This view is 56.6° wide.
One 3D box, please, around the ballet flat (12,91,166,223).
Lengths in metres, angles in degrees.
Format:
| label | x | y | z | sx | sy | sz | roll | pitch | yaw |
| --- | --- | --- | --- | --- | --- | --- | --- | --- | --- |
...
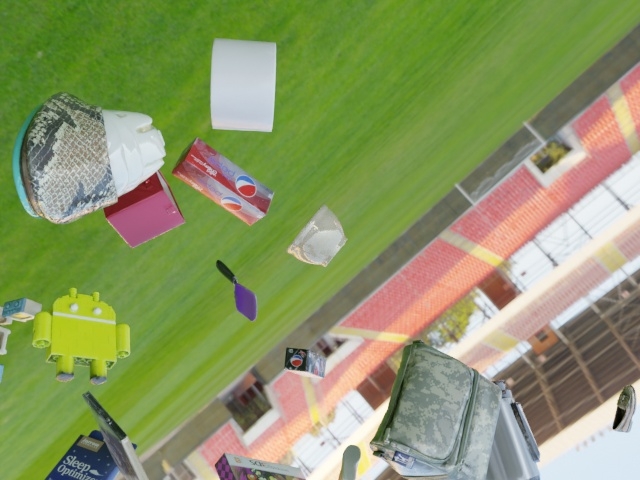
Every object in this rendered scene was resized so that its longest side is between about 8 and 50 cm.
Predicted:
| label | x | y | z | sx | sy | sz | roll | pitch | yaw |
| --- | --- | --- | --- | --- | --- | --- | --- | --- | --- |
| ballet flat | -0.324 | -0.140 | 0.883 | 0.182 | 0.163 | 0.483 | -9 | -164 | -17 |

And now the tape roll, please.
| label | x | y | z | sx | sy | sz | roll | pitch | yaw |
| --- | --- | --- | --- | --- | --- | --- | --- | --- | --- |
| tape roll | -0.212 | -0.430 | 1.651 | 0.169 | 0.246 | 0.246 | 1 | 165 | -7 |

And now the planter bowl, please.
| label | x | y | z | sx | sy | sz | roll | pitch | yaw |
| --- | --- | --- | --- | --- | --- | --- | --- | --- | --- |
| planter bowl | 0.000 | 0.000 | 1.555 | 0.162 | 0.109 | 0.162 | -50 | -179 | 1 |

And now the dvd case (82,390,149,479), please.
| label | x | y | z | sx | sy | sz | roll | pitch | yaw |
| --- | --- | --- | --- | --- | --- | --- | --- | --- | --- |
| dvd case | -0.357 | 0.392 | 1.078 | 0.018 | 0.165 | 0.221 | -32 | 127 | -31 |

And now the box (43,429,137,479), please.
| label | x | y | z | sx | sy | sz | roll | pitch | yaw |
| --- | --- | --- | --- | --- | --- | --- | --- | --- | --- |
| box | -0.546 | 0.538 | 1.380 | 0.225 | 0.137 | 0.036 | -58 | 156 | -51 |

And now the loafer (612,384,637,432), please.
| label | x | y | z | sx | sy | sz | roll | pitch | yaw |
| --- | --- | --- | --- | --- | --- | --- | --- | --- | --- |
| loafer | 0.756 | 0.422 | 1.480 | 0.039 | 0.125 | 0.045 | 0 | -169 | -5 |

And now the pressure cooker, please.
| label | x | y | z | sx | sy | sz | roll | pitch | yaw |
| --- | --- | --- | --- | --- | --- | --- | --- | --- | --- |
| pressure cooker | 0.464 | 0.614 | 1.894 | 0.376 | 0.420 | 0.370 | 8 | 149 | -42 |

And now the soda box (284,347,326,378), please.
| label | x | y | z | sx | sy | sz | roll | pitch | yaw |
| --- | --- | --- | --- | --- | --- | --- | --- | --- | --- |
| soda box | -0.034 | 0.300 | 1.447 | 0.169 | 0.060 | 0.053 | 48 | 46 | -67 |

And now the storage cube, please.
| label | x | y | z | sx | sy | sz | roll | pitch | yaw |
| --- | --- | --- | --- | --- | --- | --- | --- | --- | --- |
| storage cube | -0.571 | -0.124 | 1.877 | 0.193 | 0.183 | 0.215 | -27 | 149 | -7 |

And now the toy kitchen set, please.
| label | x | y | z | sx | sy | sz | roll | pitch | yaw |
| --- | --- | --- | --- | --- | --- | --- | --- | --- | --- |
| toy kitchen set | -0.849 | 0.261 | 1.560 | 0.166 | 0.207 | 0.122 | -13 | 154 | 26 |

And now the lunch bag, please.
| label | x | y | z | sx | sy | sz | roll | pitch | yaw |
| --- | --- | --- | --- | --- | --- | --- | --- | --- | --- |
| lunch bag | 0.264 | 0.426 | 1.428 | 0.213 | 0.256 | 0.305 | -29 | -150 | 54 |

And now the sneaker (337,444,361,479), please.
| label | x | y | z | sx | sy | sz | roll | pitch | yaw |
| --- | --- | --- | --- | --- | --- | --- | --- | --- | --- |
| sneaker | 0.075 | 0.618 | 1.601 | 0.134 | 0.051 | 0.070 | -69 | 174 | -61 |

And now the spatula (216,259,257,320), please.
| label | x | y | z | sx | sy | sz | roll | pitch | yaw |
| --- | --- | --- | --- | --- | --- | --- | --- | --- | --- |
| spatula | -0.222 | 0.115 | 1.529 | 0.030 | 0.084 | 0.296 | -9 | -156 | -22 |

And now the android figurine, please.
| label | x | y | z | sx | sy | sz | roll | pitch | yaw |
| --- | --- | --- | --- | --- | --- | --- | --- | --- | --- |
| android figurine | -0.622 | 0.242 | 1.557 | 0.248 | 0.272 | 0.056 | 18 | 131 | -34 |

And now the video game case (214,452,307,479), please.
| label | x | y | z | sx | sy | sz | roll | pitch | yaw |
| --- | --- | --- | --- | --- | --- | --- | --- | --- | --- |
| video game case | -0.072 | 0.506 | 1.098 | 0.210 | 0.232 | 0.041 | 29 | 102 | -38 |

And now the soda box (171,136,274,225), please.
| label | x | y | z | sx | sy | sz | roll | pitch | yaw |
| --- | --- | --- | --- | --- | --- | --- | --- | --- | --- |
| soda box | -0.258 | -0.154 | 1.595 | 0.083 | 0.263 | 0.092 | -30 | -146 | 45 |
